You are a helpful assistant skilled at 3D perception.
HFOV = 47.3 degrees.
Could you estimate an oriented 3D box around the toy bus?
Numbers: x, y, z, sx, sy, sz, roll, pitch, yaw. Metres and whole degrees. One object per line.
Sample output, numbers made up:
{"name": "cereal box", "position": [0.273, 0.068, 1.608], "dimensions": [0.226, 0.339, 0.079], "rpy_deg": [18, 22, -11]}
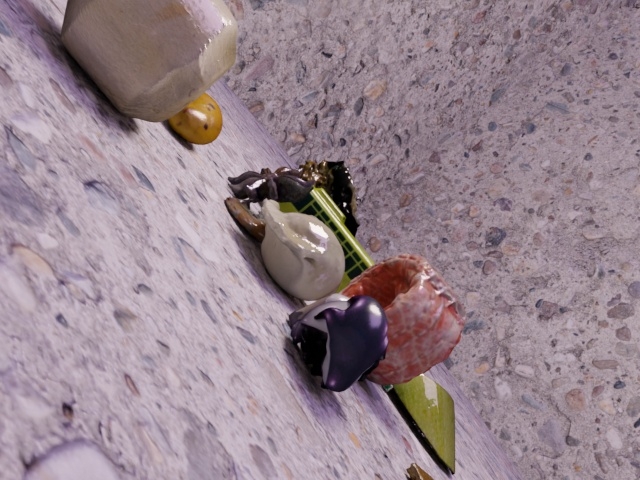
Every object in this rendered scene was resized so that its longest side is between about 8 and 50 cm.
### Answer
{"name": "toy bus", "position": [0.000, 0.000, 1.599], "dimensions": [0.262, 0.150, 0.128], "rpy_deg": [52, 4, 7]}

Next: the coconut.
{"name": "coconut", "position": [-0.260, -0.323, 1.088], "dimensions": [0.266, 0.237, 0.237], "rpy_deg": [51, 6, -9]}

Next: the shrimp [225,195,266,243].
{"name": "shrimp", "position": [-0.128, -0.046, 1.424], "dimensions": [0.126, 0.047, 0.223], "rpy_deg": [42, 8, -3]}

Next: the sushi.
{"name": "sushi", "position": [-0.027, -0.091, 1.812], "dimensions": [0.238, 0.219, 0.225], "rpy_deg": [132, -52, -62]}

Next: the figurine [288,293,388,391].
{"name": "figurine", "position": [0.038, 0.140, 1.066], "dimensions": [0.145, 0.145, 0.222], "rpy_deg": [51, 1, -11]}

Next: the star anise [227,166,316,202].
{"name": "star anise", "position": [-0.100, -0.115, 1.522], "dimensions": [0.180, 0.205, 0.061], "rpy_deg": [-63, 150, -63]}

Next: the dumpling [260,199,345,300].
{"name": "dumpling", "position": [-0.040, 0.017, 1.301], "dimensions": [0.179, 0.131, 0.252], "rpy_deg": [48, -2, 32]}

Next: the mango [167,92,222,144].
{"name": "mango", "position": [-0.246, -0.241, 1.436], "dimensions": [0.115, 0.090, 0.178], "rpy_deg": [40, 13, -20]}

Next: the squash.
{"name": "squash", "position": [0.203, 0.373, 1.534], "dimensions": [0.204, 0.155, 0.237], "rpy_deg": [7, -31, 40]}

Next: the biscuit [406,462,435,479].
{"name": "biscuit", "position": [0.215, 0.445, 1.168], "dimensions": [0.231, 0.025, 0.131], "rpy_deg": [47, 6, -40]}

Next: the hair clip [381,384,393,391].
{"name": "hair clip", "position": [0.098, 0.229, 1.488], "dimensions": [0.173, 0.049, 0.049], "rpy_deg": [55, 6, 14]}

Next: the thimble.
{"name": "thimble", "position": [0.144, 0.147, 1.369], "dimensions": [0.162, 0.239, 0.239], "rpy_deg": [55, 4, -20]}
